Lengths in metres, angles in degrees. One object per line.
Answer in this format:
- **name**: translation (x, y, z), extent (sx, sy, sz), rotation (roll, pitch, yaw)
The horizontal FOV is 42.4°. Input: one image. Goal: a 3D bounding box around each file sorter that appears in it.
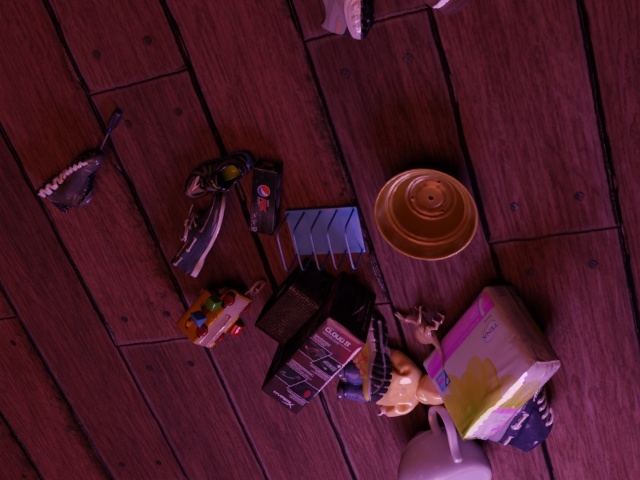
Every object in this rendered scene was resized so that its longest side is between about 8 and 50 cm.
- **file sorter**: translation (0.000, 0.000, 1.846), extent (0.170, 0.104, 0.118), rotation (-3, 119, 19)

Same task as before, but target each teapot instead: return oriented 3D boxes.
- **teapot**: translation (0.290, 0.552, 2.059), extent (0.256, 0.187, 0.252), rotation (-42, 137, 15)

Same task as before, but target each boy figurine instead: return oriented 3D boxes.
- **boy figurine**: translation (0.182, 0.343, 2.012), extent (0.285, 0.092, 0.177), rotation (1, 98, 13)

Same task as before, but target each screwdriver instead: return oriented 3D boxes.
- **screwdriver**: translation (-0.494, -0.241, 1.902), extent (0.025, 0.024, 0.170), rotation (57, 132, 15)

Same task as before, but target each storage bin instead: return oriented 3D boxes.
- **storage bin**: translation (-0.064, 0.145, 1.945), extent (0.084, 0.122, 0.180), rotation (36, 124, -7)

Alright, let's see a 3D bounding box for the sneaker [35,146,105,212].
- **sneaker**: translation (-0.568, -0.137, 1.956), extent (0.234, 0.078, 0.106), rotation (-28, 113, 33)

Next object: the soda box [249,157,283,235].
- **soda box**: translation (-0.121, -0.097, 1.853), extent (0.060, 0.053, 0.169), rotation (12, 124, 9)

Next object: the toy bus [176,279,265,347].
- **toy bus**: translation (-0.257, 0.164, 2.024), extent (0.104, 0.202, 0.191), rotation (43, 137, 26)

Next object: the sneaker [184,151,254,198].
- **sneaker**: translation (-0.235, -0.141, 1.845), extent (0.188, 0.078, 0.067), rotation (-21, 113, 28)

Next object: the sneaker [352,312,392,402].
- **sneaker**: translation (0.111, 0.283, 1.962), extent (0.094, 0.209, 0.081), rotation (-14, 156, 36)

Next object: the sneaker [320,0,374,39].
- **sneaker**: translation (0.037, -0.506, 1.524), extent (0.108, 0.100, 0.272), rotation (9, 123, 18)

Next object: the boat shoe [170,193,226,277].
- **boat shoe**: translation (-0.285, -0.018, 1.933), extent (0.079, 0.095, 0.254), rotation (21, 135, -10)

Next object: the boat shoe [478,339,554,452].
- **boat shoe**: translation (0.492, 0.362, 1.924), extent (0.158, 0.127, 0.341), rotation (21, 132, -5)

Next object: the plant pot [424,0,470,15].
- **plant pot**: translation (0.247, -0.493, 1.436), extent (0.167, 0.167, 0.165), rotation (43, 131, -12)

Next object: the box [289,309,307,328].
- **box**: translation (-0.036, 0.213, 2.042), extent (0.067, 0.018, 0.083), rotation (39, 124, -9)

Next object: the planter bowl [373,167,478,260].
- **planter bowl**: translation (0.227, -0.072, 1.739), extent (0.217, 0.090, 0.217), rotation (8, 123, 13)

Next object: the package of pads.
- **package of pads**: translation (0.373, 0.276, 1.829), extent (0.101, 0.229, 0.297), rotation (4, 133, -33)

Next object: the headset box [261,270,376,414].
- **headset box**: translation (0.008, 0.224, 1.899), extent (0.110, 0.218, 0.293), rotation (37, 116, -8)

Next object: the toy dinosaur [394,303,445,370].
- **toy dinosaur**: translation (0.253, 0.207, 1.907), extent (0.183, 0.053, 0.093), rotation (46, 128, 33)
